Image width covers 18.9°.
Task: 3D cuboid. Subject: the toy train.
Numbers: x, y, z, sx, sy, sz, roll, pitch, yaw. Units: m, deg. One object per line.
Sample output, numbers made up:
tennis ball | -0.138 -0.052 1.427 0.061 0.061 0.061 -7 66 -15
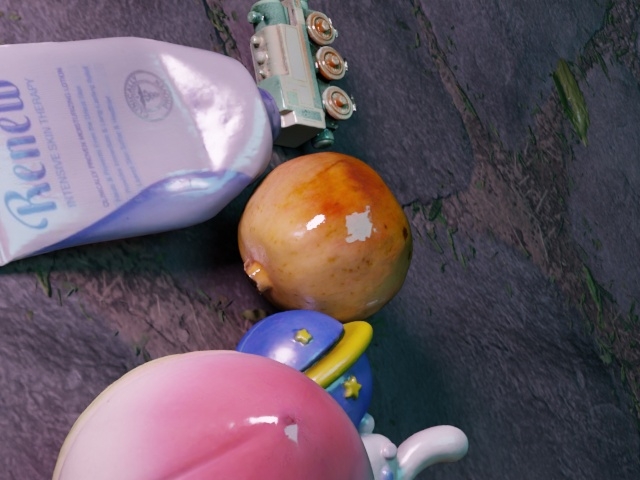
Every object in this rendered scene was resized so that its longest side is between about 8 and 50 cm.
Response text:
toy train | -0.032 -0.203 2.285 0.125 0.081 0.194 8 63 -44

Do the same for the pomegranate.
pomegranate | 0.003 0.000 2.070 0.191 0.191 0.191 30 46 -37

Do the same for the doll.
doll | -0.032 0.211 1.978 0.311 0.160 0.242 -42 116 -31

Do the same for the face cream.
face cream | -0.215 -0.106 1.990 0.420 0.137 0.234 -11 77 -41

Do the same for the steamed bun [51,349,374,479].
steamed bun | -0.082 0.225 1.708 0.309 0.309 0.309 30 46 -37
